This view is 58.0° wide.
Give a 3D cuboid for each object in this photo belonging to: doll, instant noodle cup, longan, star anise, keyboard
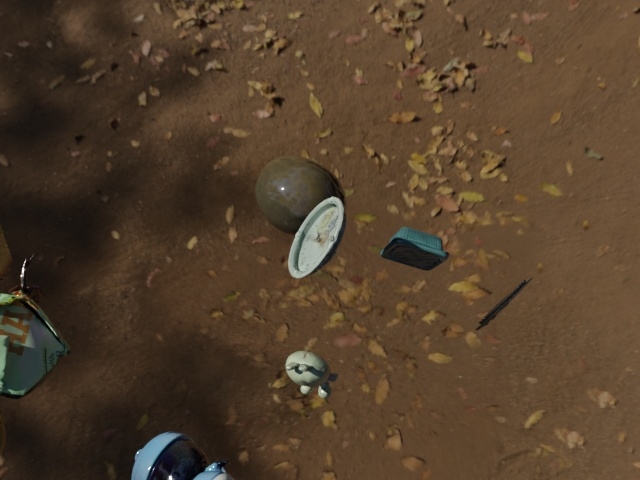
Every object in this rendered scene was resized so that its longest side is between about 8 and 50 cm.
[{"bbox_3d":[-0.314,0.544,1.314,0.314,0.141,0.177,13,66,32],"label":"doll"},{"bbox_3d":[0.284,0.022,1.750,0.179,0.157,0.070,16,66,-9],"label":"instant noodle cup"},{"bbox_3d":[-0.061,-0.140,1.822,0.300,0.300,0.243,43,111,13],"label":"longan"},{"bbox_3d":[-0.949,0.135,1.820,0.141,0.158,0.144,-21,82,-38],"label":"star anise"},{"bbox_3d":[0.353,0.125,1.129,0.015,0.196,0.074,41,69,13],"label":"keyboard"},{"bbox_3d":[-0.033,0.398,1.779,0.155,0.275,0.113,8,63,19],"label":"doll"}]

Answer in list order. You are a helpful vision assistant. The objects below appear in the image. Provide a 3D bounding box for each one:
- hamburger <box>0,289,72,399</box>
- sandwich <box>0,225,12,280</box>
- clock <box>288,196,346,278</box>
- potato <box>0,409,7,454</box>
[{"bbox_3d":[-0.653,0.223,1.166,0.214,0.125,0.235,50,50,-14],"label":"hamburger"},{"bbox_3d":[-0.558,0.025,0.827,0.186,0.220,0.108,-17,104,-22],"label":"sandwich"},{"bbox_3d":[0.000,0.000,1.499,0.053,0.236,0.236,28,79,-22],"label":"clock"},{"bbox_3d":[-0.774,0.434,1.298,0.137,0.176,0.137,-4,96,-34],"label":"potato"}]
